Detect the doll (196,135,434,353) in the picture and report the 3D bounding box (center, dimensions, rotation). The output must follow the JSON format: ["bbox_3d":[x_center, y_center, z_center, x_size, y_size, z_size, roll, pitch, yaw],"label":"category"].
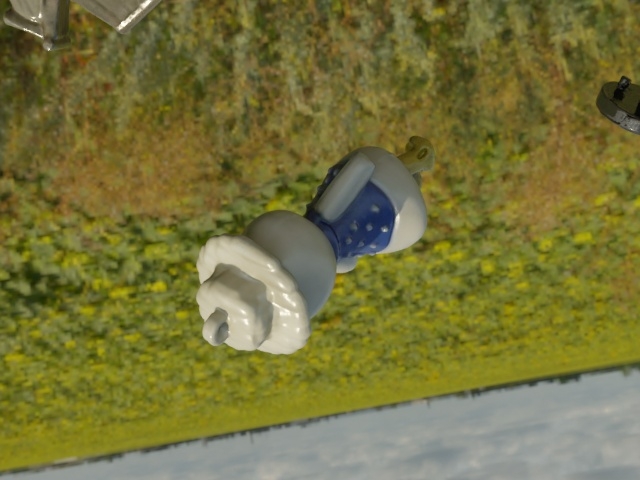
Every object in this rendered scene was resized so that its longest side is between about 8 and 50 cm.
[{"bbox_3d":[0.000,0.000,0.830,0.293,0.119,0.138,-41,156,-36],"label":"doll"}]

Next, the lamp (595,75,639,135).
[{"bbox_3d":[0.448,-0.241,1.027,0.130,0.108,0.371,-22,160,-42],"label":"lamp"}]

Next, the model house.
[{"bbox_3d":[-0.256,-0.307,1.034,0.229,0.188,0.122,-27,177,24],"label":"model house"}]
